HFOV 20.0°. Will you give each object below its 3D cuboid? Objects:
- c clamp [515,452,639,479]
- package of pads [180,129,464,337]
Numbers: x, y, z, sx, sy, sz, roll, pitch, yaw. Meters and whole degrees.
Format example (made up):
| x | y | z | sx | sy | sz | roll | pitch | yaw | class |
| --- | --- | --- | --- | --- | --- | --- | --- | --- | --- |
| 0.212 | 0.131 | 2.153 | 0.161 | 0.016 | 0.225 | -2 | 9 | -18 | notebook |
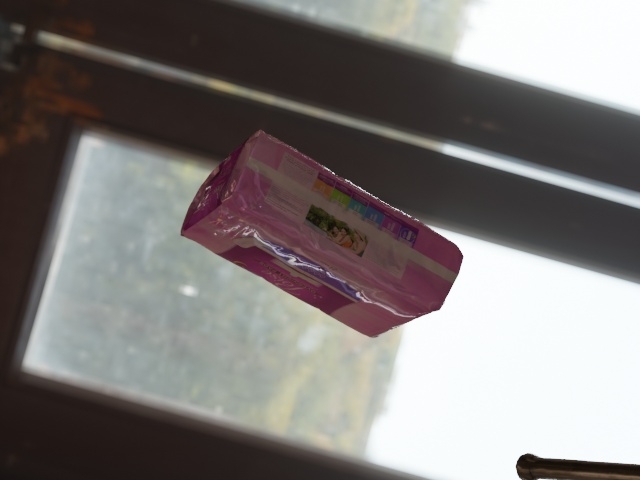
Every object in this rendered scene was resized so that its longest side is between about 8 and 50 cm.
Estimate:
| x | y | z | sx | sy | sz | roll | pitch | yaw | class |
| --- | --- | --- | --- | --- | --- | --- | --- | --- | --- |
| 0.079 | 0.110 | 0.358 | 0.137 | 0.022 | 0.161 | -12 | -134 | 42 | c clamp |
| 0.000 | 0.000 | 0.597 | 0.050 | 0.083 | 0.032 | -32 | -148 | 60 | package of pads |
